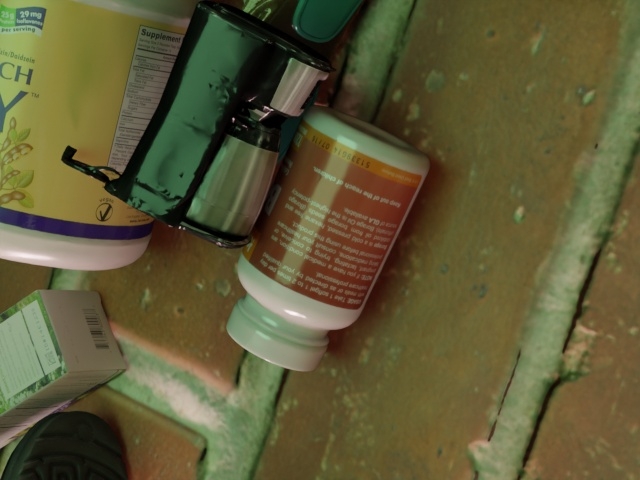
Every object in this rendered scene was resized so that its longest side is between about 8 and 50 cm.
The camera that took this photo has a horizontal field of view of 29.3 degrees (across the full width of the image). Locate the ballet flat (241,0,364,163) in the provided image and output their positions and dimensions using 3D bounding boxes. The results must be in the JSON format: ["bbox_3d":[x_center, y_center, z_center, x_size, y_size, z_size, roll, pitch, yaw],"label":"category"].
[{"bbox_3d":[-0.047,-0.193,1.134,0.124,0.116,0.342,43,109,45],"label":"ballet flat"}]

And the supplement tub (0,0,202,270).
[{"bbox_3d":[-0.244,-0.160,1.148,0.241,0.241,0.332,20,101,28],"label":"supplement tub"}]

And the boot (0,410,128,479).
[{"bbox_3d":[-0.408,0.378,1.298,0.445,0.146,0.367,-14,62,41],"label":"boot"}]

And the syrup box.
[{"bbox_3d":[-0.327,0.146,1.274,0.236,0.096,0.093,-32,71,25],"label":"syrup box"}]

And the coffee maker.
[{"bbox_3d":[-0.099,-0.105,1.012,0.178,0.171,0.120,-65,23,11],"label":"coffee maker"}]

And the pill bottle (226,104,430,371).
[{"bbox_3d":[0.000,0.000,1.082,0.121,0.121,0.216,31,102,27],"label":"pill bottle"}]
